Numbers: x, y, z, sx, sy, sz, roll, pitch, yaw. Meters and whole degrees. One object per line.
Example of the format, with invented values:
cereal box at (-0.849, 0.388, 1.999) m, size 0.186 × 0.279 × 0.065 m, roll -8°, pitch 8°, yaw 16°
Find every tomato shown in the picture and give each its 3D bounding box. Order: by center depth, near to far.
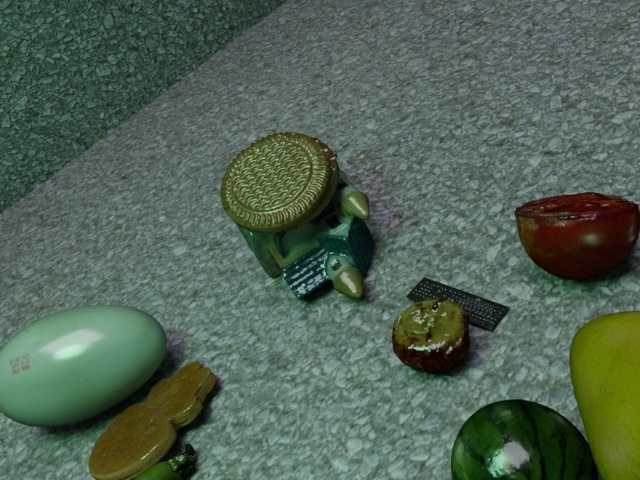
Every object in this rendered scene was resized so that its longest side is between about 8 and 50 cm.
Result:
tomato at (0.447, -0.006, 1.181) m, size 0.200 × 0.139 × 0.233 m, roll -2°, pitch 9°, yaw 21°

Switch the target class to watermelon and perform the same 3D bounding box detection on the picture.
watermelon at (0.266, 0.308, 0.875) m, size 0.188 × 0.188 × 0.215 m, roll -29°, pitch 12°, yaw -1°

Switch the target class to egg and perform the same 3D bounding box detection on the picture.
egg at (-0.498, 0.253, 1.398) m, size 0.371 × 0.230 × 0.230 m, roll -21°, pitch 37°, yaw 1°

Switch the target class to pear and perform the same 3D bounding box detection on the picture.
pear at (0.451, 0.206, 0.802) m, size 0.285 × 0.285 × 0.336 m, roll -23°, pitch 51°, yaw 7°

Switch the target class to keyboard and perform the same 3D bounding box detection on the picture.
keyboard at (0.253, 0.116, 1.264) m, size 0.198 × 0.010 × 0.063 m, roll 19°, pitch 55°, yaw 45°

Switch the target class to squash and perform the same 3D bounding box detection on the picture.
squash at (-0.330, 0.478, 1.149) m, size 0.087 × 0.087 × 0.331 m, roll 16°, pitch 53°, yaw 43°

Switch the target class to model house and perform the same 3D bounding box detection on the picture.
model house at (0.000, 0.000, 1.420) m, size 0.267 × 0.194 × 0.325 m, roll -32°, pitch 40°, yaw -5°

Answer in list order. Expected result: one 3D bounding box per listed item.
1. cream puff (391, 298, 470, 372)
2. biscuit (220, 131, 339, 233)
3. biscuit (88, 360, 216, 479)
cream puff at (0.197, 0.169, 1.176) m, size 0.149 × 0.084 × 0.149 m, roll -16°, pitch 36°, yaw 12°
biscuit at (-0.083, -0.121, 1.393) m, size 0.259 × 0.079 × 0.259 m, roll -10°, pitch 55°, yaw 15°
biscuit at (-0.322, 0.352, 1.311) m, size 0.202 × 0.044 × 0.288 m, roll 3°, pitch 40°, yaw 51°
